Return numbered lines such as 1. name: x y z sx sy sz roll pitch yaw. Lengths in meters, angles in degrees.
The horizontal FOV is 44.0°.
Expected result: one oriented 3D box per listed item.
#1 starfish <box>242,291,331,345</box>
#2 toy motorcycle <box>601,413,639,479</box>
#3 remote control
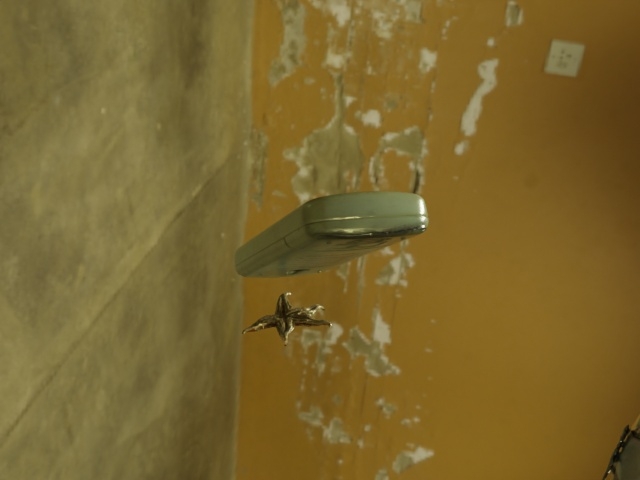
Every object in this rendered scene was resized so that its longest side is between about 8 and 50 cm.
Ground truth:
1. starfish: -0.035 0.076 0.779 0.092 0.086 0.016 -107 -164 -62
2. toy motorcycle: 0.351 0.219 0.801 0.204 0.108 0.239 88 12 -54
3. remote control: 0.000 0.000 0.662 0.233 0.098 0.038 151 -65 -68
